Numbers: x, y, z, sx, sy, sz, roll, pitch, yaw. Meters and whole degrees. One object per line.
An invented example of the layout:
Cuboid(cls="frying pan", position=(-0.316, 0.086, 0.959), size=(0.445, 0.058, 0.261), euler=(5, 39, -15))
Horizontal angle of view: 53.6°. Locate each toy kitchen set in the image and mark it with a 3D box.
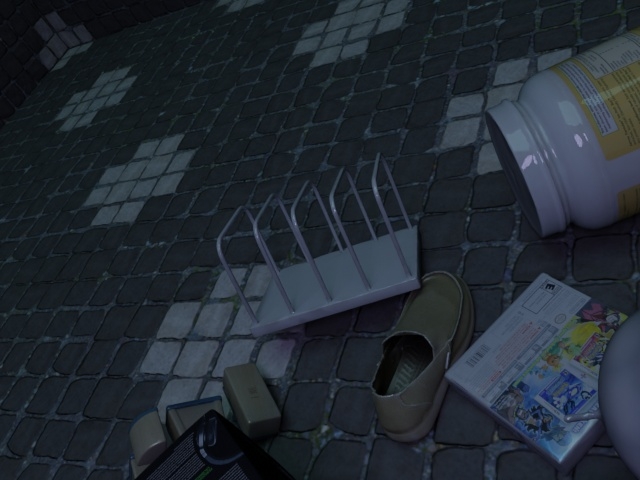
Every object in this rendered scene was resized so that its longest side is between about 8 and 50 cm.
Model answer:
Cuboid(cls="toy kitchen set", position=(-0.185, 0.302, 0.961), size=(0.207, 0.166, 0.122), euler=(-5, 33, -25))

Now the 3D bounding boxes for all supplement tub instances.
Cuboid(cls="supplement tub", position=(0.426, -0.160, 0.883), size=(0.331, 0.241, 0.241), euler=(-23, 41, 11))

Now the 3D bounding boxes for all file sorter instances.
Cuboid(cls="file sorter", position=(0.000, 0.000, 1.015), size=(0.278, 0.173, 0.193), euler=(-19, 20, 17))

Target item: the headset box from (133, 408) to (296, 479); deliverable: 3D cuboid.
Cuboid(cls="headset box", position=(-0.039, 0.356, 0.663), size=(0.131, 0.246, 0.283), euler=(-43, 40, -11))

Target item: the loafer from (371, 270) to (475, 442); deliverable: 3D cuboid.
Cuboid(cls="loafer", position=(0.143, 0.142, 0.879), size=(0.102, 0.092, 0.268), euler=(-2, 49, 32))

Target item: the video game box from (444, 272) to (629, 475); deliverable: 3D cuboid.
Cuboid(cls="video game box", position=(0.295, 0.157, 0.800), size=(0.205, 0.048, 0.187), euler=(-43, 39, -11))

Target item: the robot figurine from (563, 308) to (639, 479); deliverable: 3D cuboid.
Cuboid(cls="robot figurine", position=(0.410, 0.139, 0.559), size=(0.353, 0.300, 0.199), euler=(-17, 68, 42))
